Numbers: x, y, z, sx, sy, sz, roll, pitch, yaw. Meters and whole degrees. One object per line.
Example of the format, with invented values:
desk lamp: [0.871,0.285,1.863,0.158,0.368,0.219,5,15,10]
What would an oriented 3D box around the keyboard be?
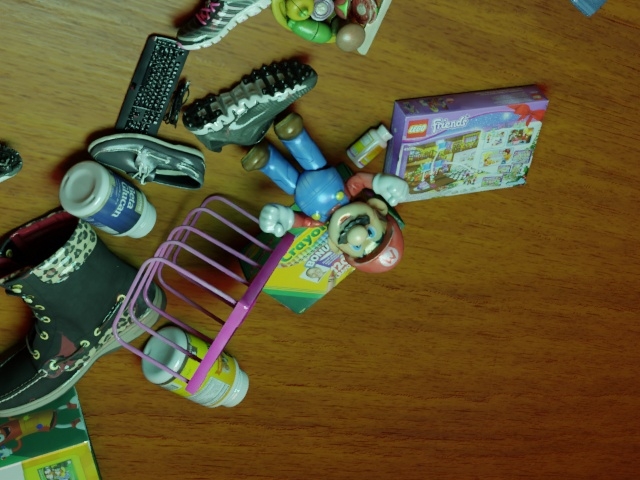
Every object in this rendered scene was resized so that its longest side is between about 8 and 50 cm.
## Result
keyboard: [-0.256,-0.235,1.720,0.100,0.038,0.192,7,127,-30]

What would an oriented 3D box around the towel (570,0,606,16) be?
towel: [0.495,-0.455,1.880,0.067,0.029,0.119,28,115,-40]

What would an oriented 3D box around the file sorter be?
file sorter: [-0.201,0.076,1.826,0.182,0.290,0.202,32,117,0]

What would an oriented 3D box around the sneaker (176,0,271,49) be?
sneaker: [-0.157,-0.360,1.636,0.170,0.063,0.075,-33,136,-1]

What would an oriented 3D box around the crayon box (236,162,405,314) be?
crayon box: [0.000,0.000,2.022,0.278,0.081,0.165,-41,134,13]

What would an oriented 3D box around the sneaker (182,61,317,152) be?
sneaker: [-0.108,-0.218,1.782,0.234,0.078,0.106,-25,140,1]

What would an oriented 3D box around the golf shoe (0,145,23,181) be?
golf shoe: [-0.561,-0.090,1.692,0.198,0.077,0.094,-16,146,-2]

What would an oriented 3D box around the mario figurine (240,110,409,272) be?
mario figurine: [0.019,-0.067,1.824,0.320,0.170,0.198,44,139,-9]

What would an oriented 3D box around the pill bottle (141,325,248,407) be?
pill bottle: [-0.243,0.259,2.117,0.117,0.117,0.215,-42,134,14]

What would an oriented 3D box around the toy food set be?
toy food set: [0.027,-0.362,1.713,0.218,0.071,0.128,14,123,-34]

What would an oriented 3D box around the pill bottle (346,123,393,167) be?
pill bottle: [0.091,-0.173,1.935,0.083,0.043,0.043,-40,134,13]

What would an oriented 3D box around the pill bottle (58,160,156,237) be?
pill bottle: [-0.349,-0.062,1.780,0.094,0.094,0.169,-37,151,10]

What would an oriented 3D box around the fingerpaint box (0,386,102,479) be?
fingerpaint box: [-0.624,0.535,2.157,0.371,0.163,0.444,-16,134,-13]

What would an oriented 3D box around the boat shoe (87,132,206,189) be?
boat shoe: [-0.284,-0.127,1.773,0.206,0.065,0.075,8,148,-32]

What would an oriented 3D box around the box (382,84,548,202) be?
box: [0.268,-0.180,2.002,0.293,0.057,0.201,-8,133,-18]

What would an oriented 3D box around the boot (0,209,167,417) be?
boot: [-0.487,0.127,1.867,0.377,0.138,0.284,-32,137,-1]
